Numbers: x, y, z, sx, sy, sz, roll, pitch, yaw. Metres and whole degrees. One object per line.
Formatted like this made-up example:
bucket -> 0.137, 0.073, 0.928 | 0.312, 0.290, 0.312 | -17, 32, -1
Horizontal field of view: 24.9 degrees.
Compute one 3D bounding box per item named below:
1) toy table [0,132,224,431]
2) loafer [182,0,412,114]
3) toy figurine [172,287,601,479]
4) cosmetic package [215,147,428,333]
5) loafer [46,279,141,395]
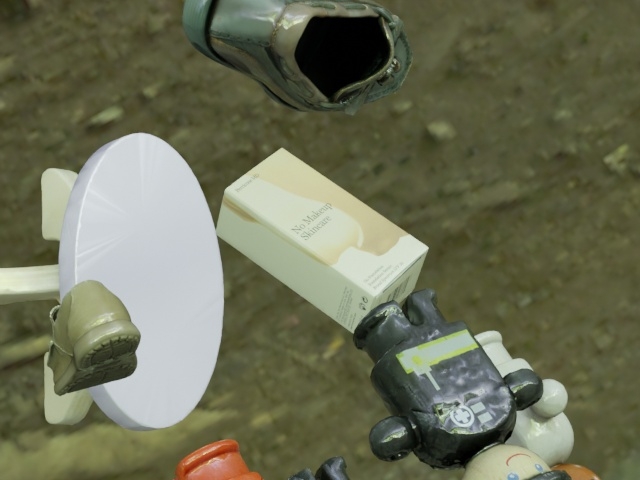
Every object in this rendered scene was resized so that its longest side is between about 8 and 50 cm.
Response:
toy table -> -0.211, 0.047, 1.390 | 0.160, 0.274, 0.252 | -14, 153, 43
loafer -> 0.007, -0.127, 0.992 | 0.267, 0.084, 0.096 | 6, 109, -62
toy figurine -> 0.049, 0.149, 0.798 | 0.213, 0.148, 0.209 | -38, 155, 10
cosmetic package -> 0.000, 0.000, 0.869 | 0.060, 0.115, 0.041 | -41, 158, -40
loafer -> -0.147, 0.063, 0.936 | 0.056, 0.050, 0.148 | -13, 166, -23
